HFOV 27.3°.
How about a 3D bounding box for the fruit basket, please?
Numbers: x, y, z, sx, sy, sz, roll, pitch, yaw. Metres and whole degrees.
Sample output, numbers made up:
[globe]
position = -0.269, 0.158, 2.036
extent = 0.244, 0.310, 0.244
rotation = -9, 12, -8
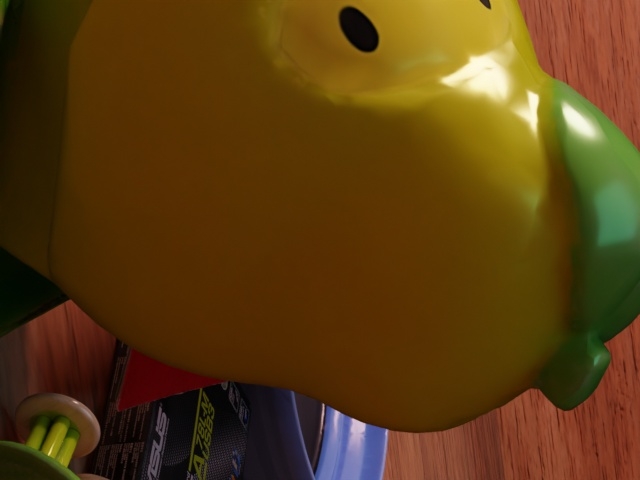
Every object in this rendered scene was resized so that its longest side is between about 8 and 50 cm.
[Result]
[fruit basket]
position = -0.069, -0.087, 0.443
extent = 0.392, 0.392, 0.283
rotation = -63, 144, -64

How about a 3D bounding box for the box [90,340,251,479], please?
[box]
position = -0.106, 0.152, 0.983
extent = 0.184, 0.045, 0.191
rotation = 71, 18, -46

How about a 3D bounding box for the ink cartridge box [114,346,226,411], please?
[ink cartridge box]
position = 0.000, 0.000, 0.934
extent = 0.309, 0.130, 0.272
rotation = 2, 106, -76

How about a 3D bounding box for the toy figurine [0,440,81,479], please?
[toy figurine]
position = -0.186, 0.193, 0.580
extent = 0.159, 0.130, 0.173
rotation = -31, 160, -54

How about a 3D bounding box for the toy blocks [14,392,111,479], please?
[toy blocks]
position = -0.160, 0.180, 0.750
extent = 0.148, 0.054, 0.123
rotation = -76, 155, -52

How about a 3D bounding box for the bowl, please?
[bowl]
position = -0.013, 0.090, 1.292
extent = 0.391, 0.077, 0.391
rotation = -6, 90, -75
